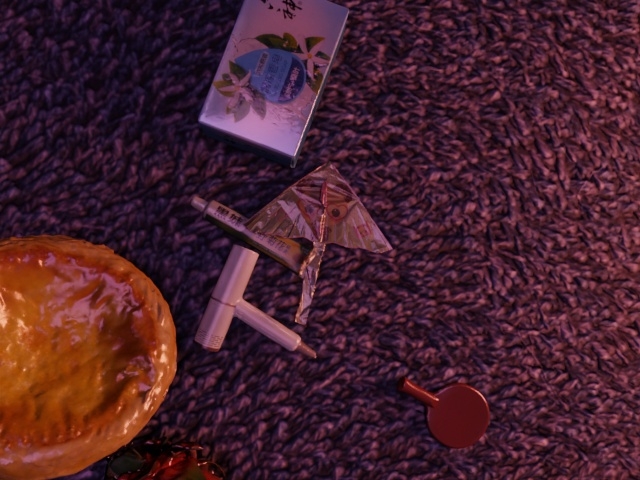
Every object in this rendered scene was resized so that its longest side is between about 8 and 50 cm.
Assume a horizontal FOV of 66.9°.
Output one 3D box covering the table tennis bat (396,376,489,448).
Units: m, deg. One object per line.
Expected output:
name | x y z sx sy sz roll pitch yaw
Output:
table tennis bat | 0.185 0.252 0.731 0.155 0.019 0.098 31 86 -5

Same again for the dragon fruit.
dragon fruit | -0.198 0.357 0.622 0.182 0.182 0.188 -32 47 -5

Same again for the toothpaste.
toothpaste | -0.098 -0.010 0.714 0.204 0.031 0.049 29 81 -5

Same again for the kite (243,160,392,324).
kite | 0.000 0.000 0.716 0.230 0.012 0.249 12 80 -11

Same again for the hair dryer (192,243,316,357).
hair dryer | -0.071 0.108 0.711 0.183 0.044 0.154 22 87 -8

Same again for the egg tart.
egg tart | -0.350 0.141 0.617 0.319 0.128 0.318 14 59 -25

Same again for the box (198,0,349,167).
box | -0.065 -0.240 0.701 0.143 0.083 0.232 20 87 -2
